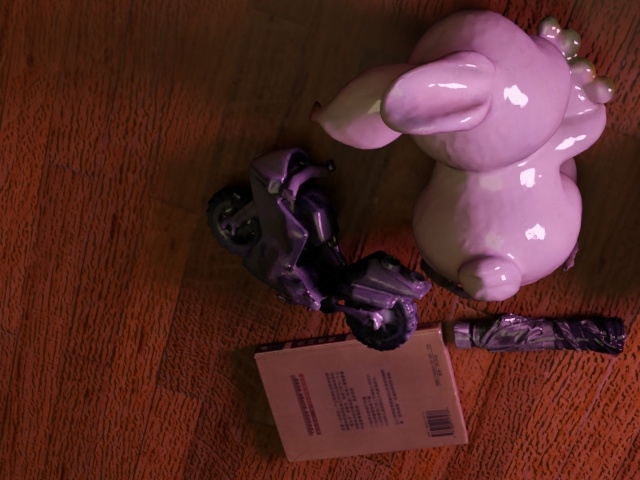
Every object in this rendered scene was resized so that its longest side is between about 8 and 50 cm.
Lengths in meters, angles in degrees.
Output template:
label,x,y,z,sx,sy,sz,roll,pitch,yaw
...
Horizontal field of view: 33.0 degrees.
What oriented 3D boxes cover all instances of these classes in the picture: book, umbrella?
label,x,y,z,sx,sy,sz,roll,pitch,yaw
book,0.049,0.185,1.288,0.230,0.026,0.161,-9,112,16
umbrella,0.242,0.101,1.198,0.188,0.046,0.050,0,111,18

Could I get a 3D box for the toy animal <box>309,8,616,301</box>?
label,x,y,z,sx,sy,sz,roll,pitch,yaw
toy animal,0.147,-0.091,1.025,0.182,0.247,0.310,19,144,34

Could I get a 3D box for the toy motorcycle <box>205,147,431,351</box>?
label,x,y,z,sx,sy,sz,roll,pitch,yaw
toy motorcycle,0.000,0.000,1.160,0.270,0.106,0.159,32,122,14
